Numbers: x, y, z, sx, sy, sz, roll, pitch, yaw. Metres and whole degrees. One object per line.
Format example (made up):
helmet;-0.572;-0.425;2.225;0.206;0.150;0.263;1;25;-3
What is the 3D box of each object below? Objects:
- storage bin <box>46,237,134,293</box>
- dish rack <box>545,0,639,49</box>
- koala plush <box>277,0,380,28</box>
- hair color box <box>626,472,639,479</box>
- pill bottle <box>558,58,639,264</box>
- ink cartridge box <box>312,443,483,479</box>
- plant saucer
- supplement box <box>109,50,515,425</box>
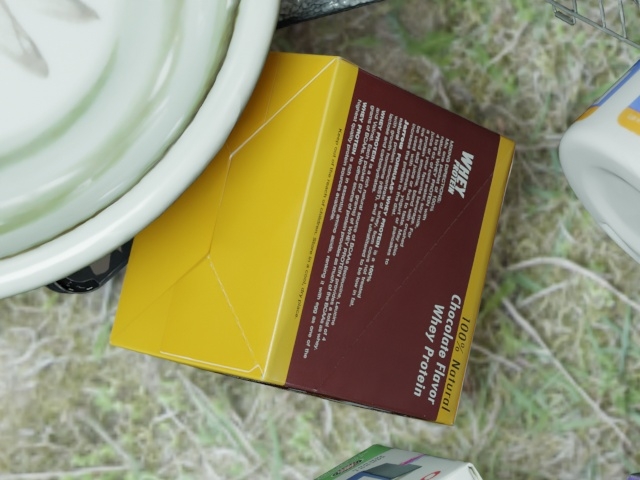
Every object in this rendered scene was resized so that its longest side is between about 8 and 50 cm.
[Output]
storage bin;-0.173;-0.064;1.180;0.122;0.084;0.180;-43;99;-11
dish rack;0.255;-0.200;1.212;0.208;0.271;0.074;-37;129;-12
koala plush;-0.047;-0.243;1.168;0.203;0.196;0.221;-16;96;-4
hair color box;0.335;0.318;1.287;0.185;0.110;0.338;-8;89;-13
pill bottle;0.306;-0.105;1.266;0.272;0.152;0.152;-43;98;-11
ink cartridge box;0.020;0.205;1.155;0.154;0.212;0.093;-29;95;-13
plant saucer;-0.214;-0.151;1.073;0.401;0.100;0.400;-1;79;6
supplement box;0.000;0.000;1.154;0.194;0.129;0.191;18;83;-50
